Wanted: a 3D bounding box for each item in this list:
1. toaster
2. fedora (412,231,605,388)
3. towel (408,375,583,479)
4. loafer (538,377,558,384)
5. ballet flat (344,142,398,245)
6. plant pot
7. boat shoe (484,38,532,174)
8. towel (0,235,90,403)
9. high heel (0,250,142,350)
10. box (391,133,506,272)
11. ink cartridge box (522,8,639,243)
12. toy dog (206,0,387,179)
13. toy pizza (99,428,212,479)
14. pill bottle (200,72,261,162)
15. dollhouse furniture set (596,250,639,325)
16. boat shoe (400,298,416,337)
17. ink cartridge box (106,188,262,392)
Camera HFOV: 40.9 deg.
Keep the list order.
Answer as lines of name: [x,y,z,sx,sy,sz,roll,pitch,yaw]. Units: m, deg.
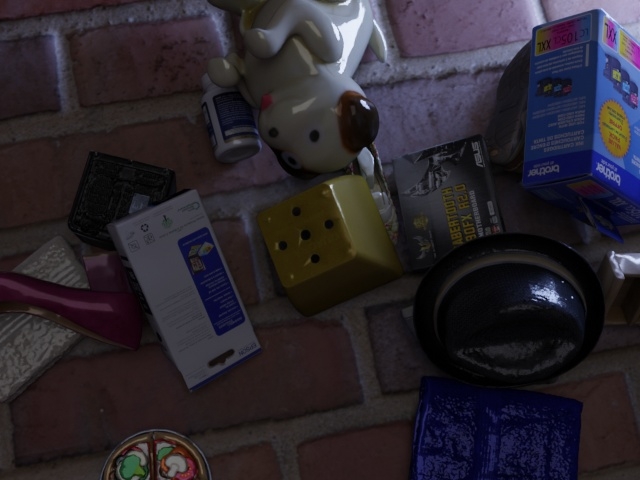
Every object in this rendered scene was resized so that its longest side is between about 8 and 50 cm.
toaster: [-0.368,-0.058,1.609,0.168,0.110,0.185,13,75,0]
fedora: [0.325,0.146,1.471,0.334,0.152,0.333,2,108,6]
towel: [0.320,0.376,1.559,0.309,0.076,0.227,9,76,-2]
loafer: [0.363,0.158,1.610,0.088,0.094,0.251,-18,77,-13]
ballet flat: [0.094,-0.100,1.669,0.091,0.077,0.240,-16,77,-9]
plant pot: [0.000,0.000,1.547,0.212,0.187,0.212,-24,77,12]
boat shoe: [0.426,-0.273,1.728,0.116,0.123,0.324,30,73,-24]
towel: [-0.531,0.146,1.579,0.282,0.049,0.187,-41,83,-14]
high heel: [-0.506,0.138,1.496,0.378,0.127,0.181,-12,80,-5]
box: [0.248,-0.069,1.646,0.183,0.056,0.230,-14,75,17]
ink cartridge box: [0.520,-0.191,1.623,0.270,0.151,0.395,21,72,-40]
toy dog: [-0.030,-0.317,1.622,0.285,0.395,0.407,-22,62,34]
toy pizza: [-0.294,0.436,1.524,0.201,0.032,0.201,1,75,-3]
pill bottle: [-0.180,-0.245,1.680,0.094,0.094,0.169,-15,77,-7]
dollhouse furniture set: [0.649,0.216,1.491,0.257,0.362,0.394,-1,47,-5]
boat shoe: [0.265,0.122,1.597,0.228,0.079,0.081,-21,97,20]
ink cartridge box: [-0.240,0.088,1.542,0.165,0.065,0.332,-27,106,-27]
